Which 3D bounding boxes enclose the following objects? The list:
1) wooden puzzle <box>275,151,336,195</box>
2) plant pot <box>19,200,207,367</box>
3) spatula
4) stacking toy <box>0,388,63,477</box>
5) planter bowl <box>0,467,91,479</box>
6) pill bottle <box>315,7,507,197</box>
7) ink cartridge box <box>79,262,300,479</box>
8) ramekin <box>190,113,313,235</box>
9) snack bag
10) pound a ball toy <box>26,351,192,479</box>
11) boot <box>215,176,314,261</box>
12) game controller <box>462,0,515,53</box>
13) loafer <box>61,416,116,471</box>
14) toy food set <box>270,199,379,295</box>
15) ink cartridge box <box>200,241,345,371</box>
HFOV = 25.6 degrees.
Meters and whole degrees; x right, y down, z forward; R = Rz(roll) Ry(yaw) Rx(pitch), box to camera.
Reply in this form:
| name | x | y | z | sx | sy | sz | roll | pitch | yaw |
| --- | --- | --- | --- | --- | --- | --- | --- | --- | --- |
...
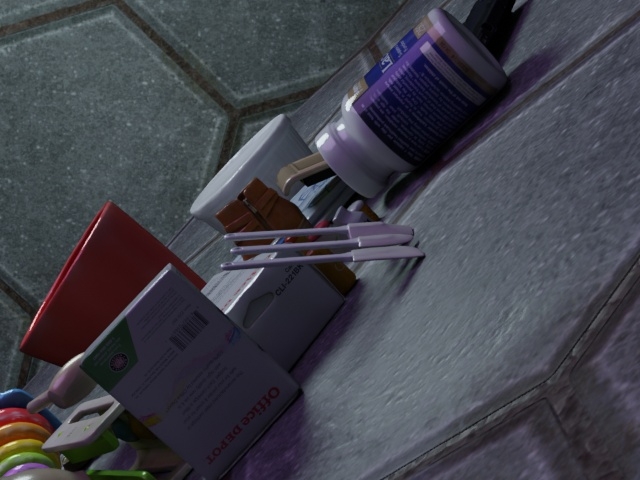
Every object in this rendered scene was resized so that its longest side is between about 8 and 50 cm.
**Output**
| name | x | y | z | sx | sy | sz | roll | pitch | yaw |
| --- | --- | --- | --- | --- | --- | --- | --- | --- | --- |
| wooden puzzle | 0.041 | -0.135 | 2.249 | 0.238 | 0.044 | 0.221 | -27 | 8 | -1 |
| plant pot | -0.303 | 0.114 | 2.230 | 0.275 | 0.243 | 0.275 | -55 | 12 | 17 |
| spatula | -0.001 | 0.008 | 1.738 | 0.242 | 0.019 | 0.168 | -5 | 18 | -2 |
| stacking toy | -0.462 | 0.381 | 2.195 | 0.175 | 0.166 | 0.302 | -43 | 33 | -2 |
| planter bowl | -0.338 | 0.361 | 1.826 | 0.109 | 0.162 | 0.162 | -22 | 2 | -21 |
| pill bottle | 0.126 | -0.193 | 2.032 | 0.264 | 0.153 | 0.153 | -44 | 11 | 16 |
| ink cartridge box | -0.152 | 0.155 | 1.655 | 0.154 | 0.212 | 0.093 | -47 | 7 | -1 |
| ramekin | -0.122 | -0.112 | 2.782 | 0.273 | 0.127 | 0.273 | -45 | 11 | 11 |
| snack bag | -0.057 | -0.012 | 2.398 | 0.342 | 0.037 | 0.323 | -46 | 10 | -2 |
| pound a ball toy | -0.275 | 0.234 | 1.850 | 0.136 | 0.208 | 0.319 | -46 | 9 | -24 |
| boot | -0.108 | 0.013 | 2.174 | 0.197 | 0.152 | 0.073 | -49 | 11 | -17 |
| game controller | 0.235 | -0.296 | 2.294 | 0.166 | 0.067 | 0.319 | -57 | 2 | 37 |
| loafer | -0.391 | 0.336 | 2.362 | 0.148 | 0.050 | 0.056 | -40 | 12 | 30 |
| toy food set | 0.000 | 0.000 | 1.929 | 0.111 | 0.104 | 0.232 | -40 | 12 | 29 |
| ink cartridge box | -0.113 | 0.128 | 1.869 | 0.197 | 0.114 | 0.273 | -50 | 11 | -24 |
